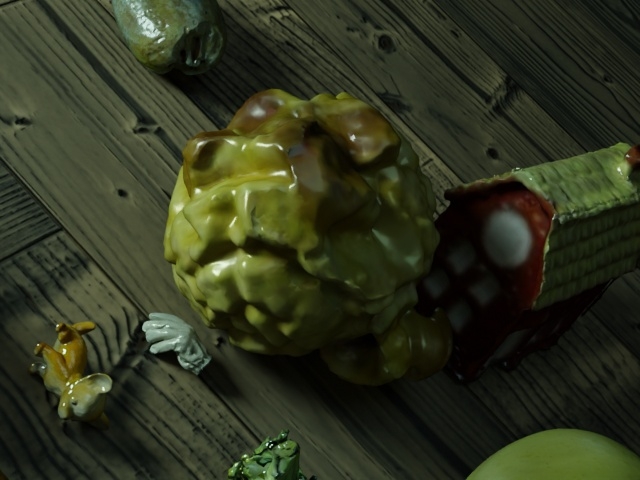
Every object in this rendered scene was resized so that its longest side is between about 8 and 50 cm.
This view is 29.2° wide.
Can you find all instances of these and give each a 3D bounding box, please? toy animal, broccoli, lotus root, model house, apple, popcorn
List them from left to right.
[{"bbox_3d":[-0.196,0.112,1.012,0.083,0.060,0.081,39,42,13],"label":"toy animal"},{"bbox_3d":[-0.171,-0.258,1.332,0.113,0.088,0.192,-7,58,-31],"label":"lotus root"},{"bbox_3d":[-0.041,0.204,1.009,0.097,0.092,0.095,-19,39,-39],"label":"broccoli"},{"bbox_3d":[0.000,0.000,1.142,0.332,0.225,0.265,44,49,-27],"label":"popcorn"},{"bbox_3d":[0.221,-0.001,1.258,0.196,0.254,0.160,-13,59,-42],"label":"model house"},{"bbox_3d":[0.212,0.260,1.077,0.200,0.200,0.200,19,45,-21],"label":"apple"}]

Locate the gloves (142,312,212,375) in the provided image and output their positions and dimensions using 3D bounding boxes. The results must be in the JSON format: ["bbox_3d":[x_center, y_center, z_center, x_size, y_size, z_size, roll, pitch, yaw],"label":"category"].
[{"bbox_3d":[-0.123,0.094,1.098,0.081,0.037,0.044,30,6,-1],"label":"gloves"}]

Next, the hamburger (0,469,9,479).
[{"bbox_3d":[-0.298,0.195,0.780,0.286,0.146,0.243,44,19,31],"label":"hamburger"}]
